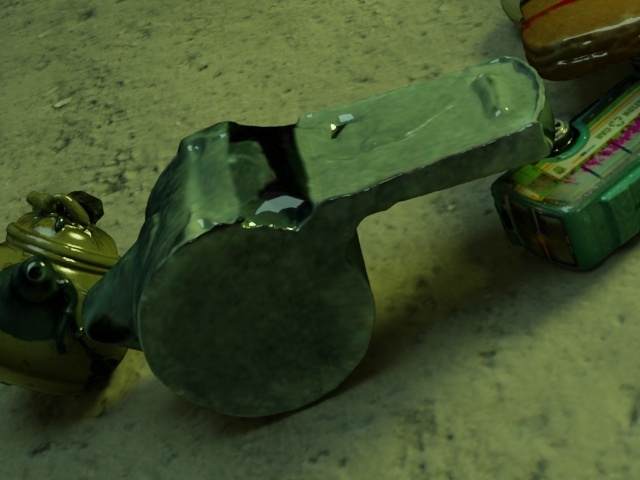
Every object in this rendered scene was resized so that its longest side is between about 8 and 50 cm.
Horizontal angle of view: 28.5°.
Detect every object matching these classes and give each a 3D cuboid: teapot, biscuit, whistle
[{"bbox_3d":[-0.251,0.040,1.191,0.269,0.173,0.183,-101,29,-86],"label":"teapot"},{"bbox_3d":[0.302,-0.233,1.109,0.262,0.052,0.277,-14,24,17],"label":"biscuit"},{"bbox_3d":[-0.010,-0.026,1.024,0.405,0.188,0.168,-45,25,19],"label":"whistle"}]

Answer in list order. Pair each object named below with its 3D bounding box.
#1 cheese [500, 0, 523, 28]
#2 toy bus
[{"bbox_3d":[0.290,-0.262,1.294,0.137,0.064,0.227,-46,35,-22],"label":"cheese"},{"bbox_3d":[0.264,-0.083,1.034,0.261,0.091,0.109,-39,38,-11],"label":"toy bus"}]
